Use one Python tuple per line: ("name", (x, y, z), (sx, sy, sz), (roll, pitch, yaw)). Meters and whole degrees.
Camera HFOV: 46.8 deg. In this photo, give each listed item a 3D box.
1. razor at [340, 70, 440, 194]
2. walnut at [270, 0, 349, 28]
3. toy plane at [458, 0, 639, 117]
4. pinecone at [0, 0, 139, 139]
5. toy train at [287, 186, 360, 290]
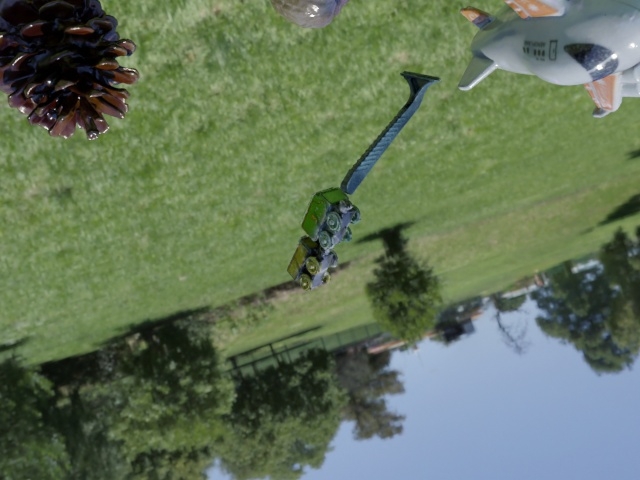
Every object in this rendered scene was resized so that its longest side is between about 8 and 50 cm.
("razor", (0.087, -0.137, 0.962), (0.066, 0.033, 0.190), (24, -105, 45))
("walnut", (-0.032, -0.732, 2.095), (0.248, 0.248, 0.248), (-18, 177, -1))
("toy plane", (0.247, -0.213, 0.789), (0.117, 0.244, 0.244), (-59, -178, -7))
("pinecone", (-0.422, -0.293, 1.252), (0.264, 0.264, 0.264), (-18, 177, -1))
("toy train", (0.000, 0.000, 1.232), (0.060, 0.081, 0.202), (-18, 145, -40))
